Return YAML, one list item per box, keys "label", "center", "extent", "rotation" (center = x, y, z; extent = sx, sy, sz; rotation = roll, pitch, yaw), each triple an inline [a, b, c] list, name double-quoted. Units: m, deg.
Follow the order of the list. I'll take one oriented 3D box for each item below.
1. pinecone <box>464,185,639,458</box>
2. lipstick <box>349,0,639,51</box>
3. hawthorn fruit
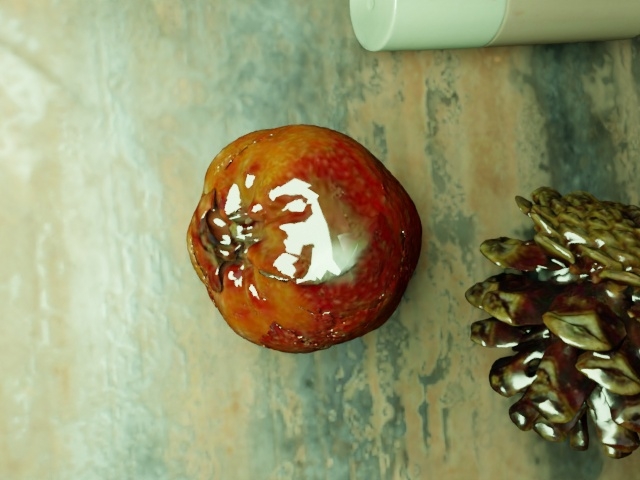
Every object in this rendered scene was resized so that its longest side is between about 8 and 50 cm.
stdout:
- label: "pinecone"
  center: [0.201, 0.060, 0.509]
  extent: [0.208, 0.208, 0.207]
  rotation: [1, 88, -23]
- label: "lipstick"
  center: [0.151, -0.189, 0.552]
  extent: [0.254, 0.070, 0.070]
  rotation: [-10, 92, -23]
- label: "hawthorn fruit"
  center: [0.000, 0.000, 0.456]
  extent: [0.172, 0.148, 0.148]
  rotation: [4, 86, -50]
